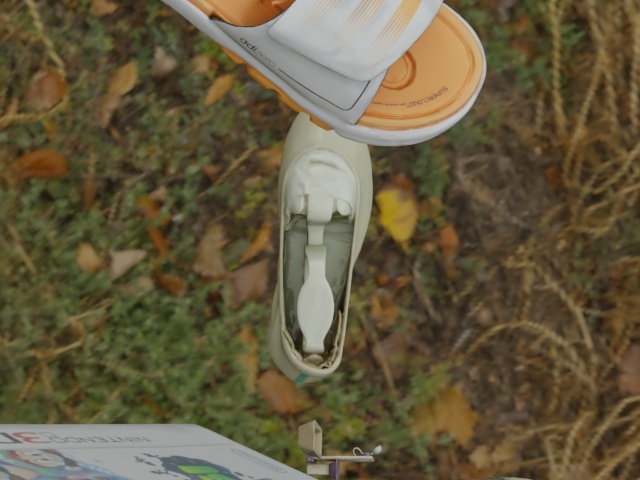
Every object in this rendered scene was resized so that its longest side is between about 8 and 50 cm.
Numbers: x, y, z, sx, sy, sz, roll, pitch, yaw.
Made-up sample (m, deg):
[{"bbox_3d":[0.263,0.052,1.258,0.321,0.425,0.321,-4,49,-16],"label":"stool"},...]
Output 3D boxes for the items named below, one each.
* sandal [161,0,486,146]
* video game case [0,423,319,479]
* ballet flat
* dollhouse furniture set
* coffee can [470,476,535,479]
[{"bbox_3d":[-0.020,-0.138,0.736,0.265,0.076,0.102,28,68,-16],"label":"sandal"},{"bbox_3d":[-0.024,0.075,0.345,0.143,0.157,0.019,10,96,-52],"label":"video game case"},{"bbox_3d":[0.000,0.000,1.230,0.086,0.086,0.249,4,90,-36],"label":"ballet flat"},{"bbox_3d":[0.021,0.237,1.527,0.081,0.114,0.091,-1,73,7],"label":"dollhouse furniture set"},{"bbox_3d":[0.230,0.460,1.773,0.201,0.201,0.275,-17,111,-40],"label":"coffee can"}]
